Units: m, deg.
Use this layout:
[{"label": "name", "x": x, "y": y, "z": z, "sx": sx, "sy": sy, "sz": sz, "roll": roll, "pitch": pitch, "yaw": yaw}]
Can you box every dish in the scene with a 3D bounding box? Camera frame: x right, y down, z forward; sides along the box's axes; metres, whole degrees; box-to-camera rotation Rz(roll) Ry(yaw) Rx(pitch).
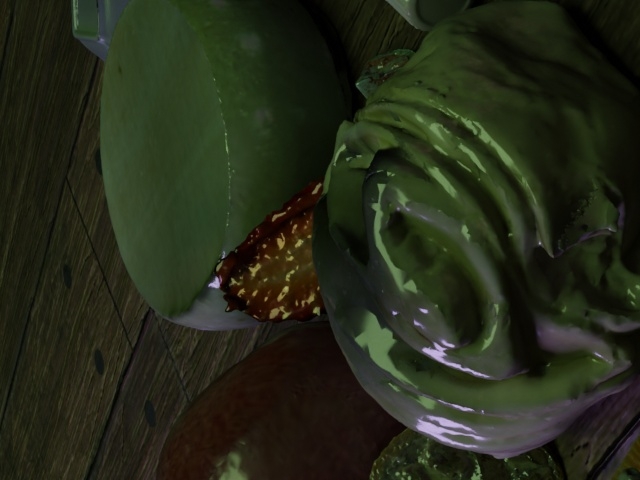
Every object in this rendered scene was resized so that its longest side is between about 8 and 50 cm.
[{"label": "dish", "x": -0.256, "y": -0.279, "z": 1.770, "sx": 0.154, "sy": 0.064, "sz": 0.234, "roll": 19, "pitch": 114, "yaw": 59}]

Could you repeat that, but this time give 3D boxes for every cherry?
[{"label": "cherry", "x": -0.017, "y": 0.193, "z": 1.251, "sx": 0.221, "sy": 0.261, "sz": 0.307, "roll": 36, "pitch": 122, "yaw": 0}]

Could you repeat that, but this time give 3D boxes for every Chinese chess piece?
[{"label": "Chinese chess piece", "x": -0.097, "y": -0.087, "z": 1.434, "sx": 0.349, "sy": 0.146, "sz": 0.349, "roll": 22, "pitch": 116, "yaw": 59}]

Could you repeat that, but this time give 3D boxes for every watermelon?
[{"label": "watermelon", "x": 0.054, "y": -0.121, "z": 1.231, "sx": 0.085, "sy": 0.061, "sz": 0.085, "roll": -10, "pitch": 79, "yaw": 60}]

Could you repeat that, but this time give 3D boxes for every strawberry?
[{"label": "strawberry", "x": 0.000, "y": 0.000, "z": 1.264, "sx": 0.082, "sy": 0.188, "sz": 0.121, "roll": -68, "pitch": -44, "yaw": -71}]

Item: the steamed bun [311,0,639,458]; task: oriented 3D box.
[{"label": "steamed bun", "x": 0.100, "y": -0.001, "z": 1.029, "sx": 0.275, "sy": 0.206, "sz": 0.320, "roll": -24, "pitch": 79, "yaw": 59}]

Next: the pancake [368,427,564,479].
[{"label": "pancake", "x": 0.111, "y": 0.204, "z": 1.126, "sx": 0.028, "sy": 0.158, "sz": 0.158, "roll": 64, "pitch": -170, "yaw": -75}]

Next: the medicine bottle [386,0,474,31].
[{"label": "medicine bottle", "x": 0.051, "y": -0.246, "z": 1.185, "sx": 0.203, "sy": 0.083, "sz": 0.083, "roll": 54, "pitch": 141, "yaw": 39}]

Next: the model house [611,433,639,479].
[{"label": "model house", "x": 0.211, "y": 0.181, "z": 0.970, "sx": 0.088, "sy": 0.100, "sz": 0.100, "roll": 42, "pitch": 131, "yaw": 53}]
